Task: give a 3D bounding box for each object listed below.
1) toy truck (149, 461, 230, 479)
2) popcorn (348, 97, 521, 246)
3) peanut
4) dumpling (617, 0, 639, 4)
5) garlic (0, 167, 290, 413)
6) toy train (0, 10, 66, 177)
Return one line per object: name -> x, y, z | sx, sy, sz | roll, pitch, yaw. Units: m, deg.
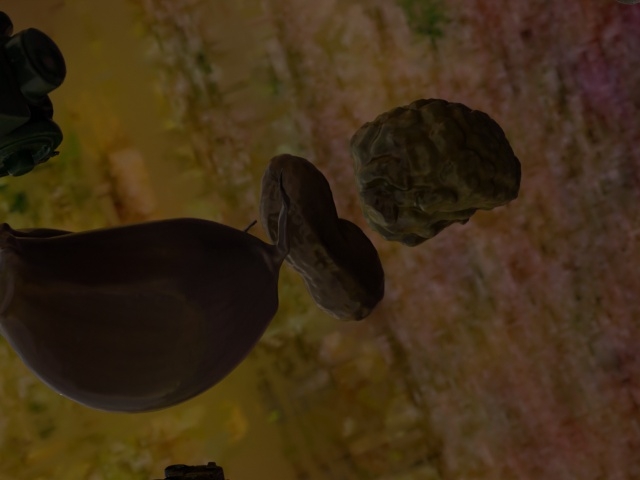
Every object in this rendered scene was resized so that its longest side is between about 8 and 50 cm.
toy truck -> -0.110, 0.215, 1.131 | 0.083, 0.054, 0.049 | -13, -83, -74
popcorn -> 0.157, -0.091, 1.831 | 0.286, 0.225, 0.173 | 68, -166, -76
peanut -> 0.000, 0.000, 1.592 | 0.229, 0.098, 0.103 | 56, 180, -28
dumpling -> 0.437, -0.373, 1.937 | 0.076, 0.052, 0.057 | 42, 153, 4
garlic -> -0.200, 0.046, 1.491 | 0.231, 0.340, 0.245 | -130, 26, -64
toy train -> -0.337, -0.094, 1.085 | 0.145, 0.266, 0.202 | 65, -162, 9
